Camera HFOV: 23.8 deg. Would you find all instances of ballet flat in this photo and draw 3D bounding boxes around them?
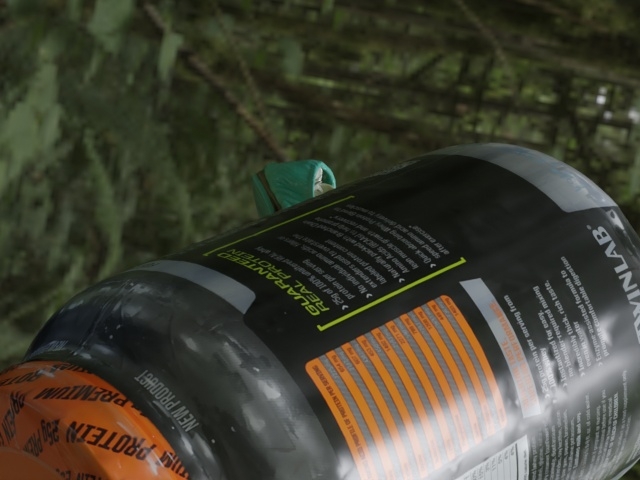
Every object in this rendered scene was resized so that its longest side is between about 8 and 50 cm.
[{"bbox_3d":[0.000,0.000,1.179,0.247,0.087,0.083,-106,-177,-61],"label":"ballet flat"}]

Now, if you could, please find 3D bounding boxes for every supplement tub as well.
[{"bbox_3d":[0.001,0.087,0.726,0.338,0.207,0.207,-22,136,-42],"label":"supplement tub"}]
